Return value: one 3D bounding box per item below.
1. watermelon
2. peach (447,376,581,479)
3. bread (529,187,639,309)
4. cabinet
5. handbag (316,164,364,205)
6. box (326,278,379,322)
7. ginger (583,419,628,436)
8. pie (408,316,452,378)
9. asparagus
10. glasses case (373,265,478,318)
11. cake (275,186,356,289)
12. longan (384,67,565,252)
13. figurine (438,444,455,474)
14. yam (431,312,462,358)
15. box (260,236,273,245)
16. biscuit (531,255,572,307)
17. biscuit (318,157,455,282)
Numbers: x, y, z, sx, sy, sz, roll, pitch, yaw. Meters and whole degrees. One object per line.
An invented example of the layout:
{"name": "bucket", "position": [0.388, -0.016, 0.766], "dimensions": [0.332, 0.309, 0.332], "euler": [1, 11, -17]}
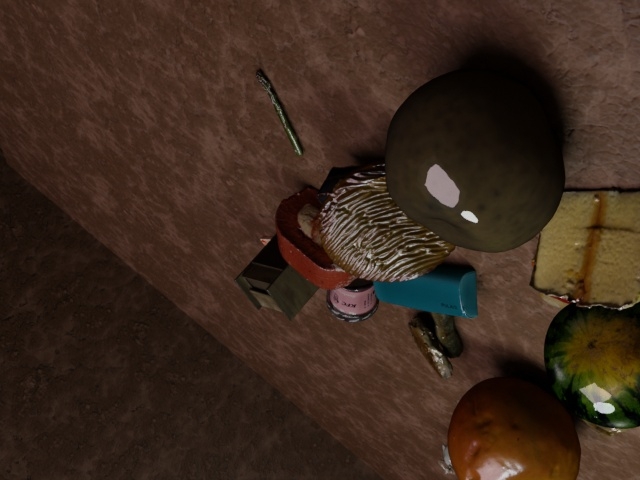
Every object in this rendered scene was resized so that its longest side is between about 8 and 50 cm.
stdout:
{"name": "watermelon", "position": [0.563, 0.228, 1.397], "dimensions": [0.269, 0.269, 0.269], "euler": [32, 154, 18]}
{"name": "peach", "position": [0.497, 0.519, 1.901], "dimensions": [0.301, 0.343, 0.342], "euler": [-104, -10, -50]}
{"name": "bread", "position": [0.472, 0.015, 1.277], "dimensions": [0.240, 0.178, 0.135], "euler": [6, 139, 54]}
{"name": "cabinet", "position": [-0.108, 0.108, 2.206], "dimensions": [0.175, 0.215, 0.148], "euler": [10, 141, 49]}
{"name": "handbag", "position": [0.109, -0.071, 1.668], "dimensions": [0.169, 0.155, 0.215], "euler": [0, 137, 40]}
{"name": "box", "position": [0.094, 0.130, 2.050], "dimensions": [0.151, 0.151, 0.135], "euler": [31, 144, 21]}
{"name": "ginger", "position": [0.647, 0.339, 1.683], "dimensions": [0.131, 0.086, 0.294], "euler": [26, 144, 49]}
{"name": "pie", "position": [0.304, 0.296, 2.044], "dimensions": [0.195, 0.046, 0.195], "euler": [58, 175, 8]}
{"name": "asparagus", "position": [-0.095, -0.301, 1.751], "dimensions": [0.024, 0.025, 0.248], "euler": [-101, -14, -51]}
{"name": "glasses case", "position": [0.254, 0.120, 1.833], "dimensions": [0.301, 0.070, 0.117], "euler": [5, 104, 50]}
{"name": "cake", "position": [0.000, 0.000, 1.924], "dimensions": [0.283, 0.177, 0.151], "euler": [35, 154, 15]}
{"name": "longan", "position": [0.262, -0.128, 1.252], "dimensions": [0.350, 0.288, 0.288], "euler": [44, 157, -31]}
{"name": "figurine", "position": [0.455, 0.706, 2.455], "dimensions": [0.132, 0.153, 0.132], "euler": [32, 153, 19]}
{"name": "yam", "position": [0.333, 0.228, 1.962], "dimensions": [0.061, 0.061, 0.252], "euler": [21, 149, 37]}
{"name": "box", "position": [-0.151, 0.013, 2.350], "dimensions": [0.093, 0.015, 0.058], "euler": [2, 133, 54]}
{"name": "biscuit", "position": [0.506, 0.077, 1.508], "dimensions": [0.153, 0.030, 0.234], "euler": [23, 150, 31]}
{"name": "biscuit", "position": [0.153, -0.035, 1.565], "dimensions": [0.318, 0.040, 0.317], "euler": [-2, 126, -3]}
